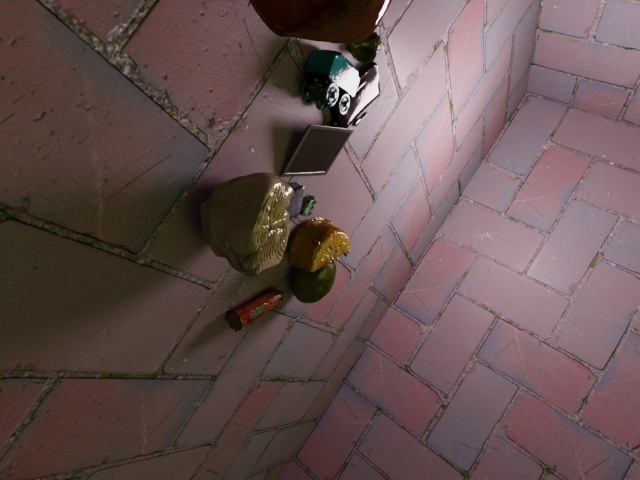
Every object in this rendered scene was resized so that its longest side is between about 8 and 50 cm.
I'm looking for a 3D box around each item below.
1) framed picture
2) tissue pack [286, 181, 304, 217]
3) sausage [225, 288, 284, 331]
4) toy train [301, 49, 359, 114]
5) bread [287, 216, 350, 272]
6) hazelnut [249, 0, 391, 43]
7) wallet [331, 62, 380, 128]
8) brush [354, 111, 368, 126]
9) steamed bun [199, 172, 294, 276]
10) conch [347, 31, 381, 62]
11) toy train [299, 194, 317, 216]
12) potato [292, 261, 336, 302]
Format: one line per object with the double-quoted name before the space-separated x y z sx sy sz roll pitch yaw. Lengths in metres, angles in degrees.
"framed picture" -0.009 -0.291 1.343 0.252 0.014 0.197 -15 145 -54
"tissue pack" -0.123 -0.115 1.340 0.156 0.051 0.112 -30 144 -44
"sausage" -0.224 0.240 1.509 0.264 0.083 0.083 -26 139 -48
"toy train" 0.030 -0.459 1.194 0.198 0.107 0.154 7 103 -60
"bread" -0.005 0.000 1.545 0.261 0.160 0.147 -23 130 -40
"hazelnut" 0.005 -0.585 0.826 0.373 0.316 0.371 8 81 -58
"wallet" 0.118 -0.480 1.381 0.250 0.044 0.149 -47 147 -21
"brush" 0.148 -0.444 1.502 0.083 0.008 0.024 -48 149 -22
"steamed bun" -0.203 -0.053 1.119 0.289 0.204 0.275 36 77 -77
"conch" 0.139 -0.592 1.263 0.121 0.074 0.089 -22 104 -20
"toy train" -0.046 -0.125 1.477 0.053 0.033 0.083 8 110 -57
"potato" -0.029 0.151 1.669 0.187 0.148 0.253 -4 132 -40
